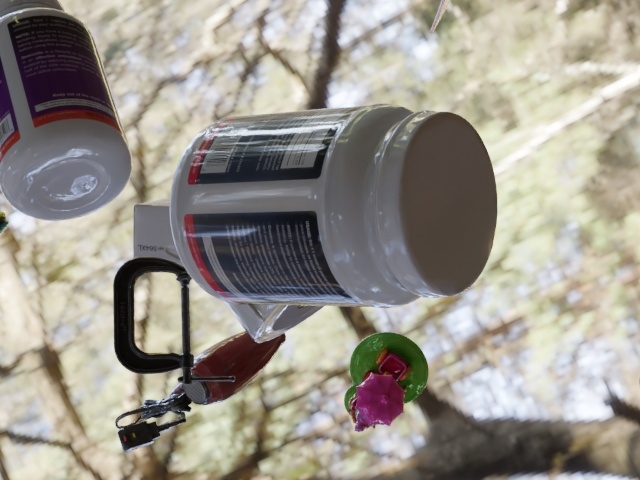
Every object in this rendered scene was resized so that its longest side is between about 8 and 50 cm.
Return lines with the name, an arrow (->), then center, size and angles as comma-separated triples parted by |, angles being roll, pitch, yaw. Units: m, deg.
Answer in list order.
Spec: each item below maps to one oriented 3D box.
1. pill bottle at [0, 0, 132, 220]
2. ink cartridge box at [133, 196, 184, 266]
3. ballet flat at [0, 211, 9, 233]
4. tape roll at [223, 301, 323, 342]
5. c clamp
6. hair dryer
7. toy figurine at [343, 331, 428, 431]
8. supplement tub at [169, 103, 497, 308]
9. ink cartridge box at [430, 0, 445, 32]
pill bottle -> -0.382, -0.196, 1.985 | 0.181, 0.181, 0.323 | 40, -157, -52
ink cartridge box -> -0.153, -0.017, 1.985 | 0.203, 0.148, 0.085 | -21, -67, -72
ballet flat -> -0.436, 0.038, 1.533 | 0.077, 0.231, 0.077 | 43, -172, -4
tape roll -> 0.000, 0.000, 1.727 | 0.100, 0.286, 0.286 | 51, -164, 10
c clamp -> -0.179, 0.096, 1.691 | 0.022, 0.137, 0.160 | 145, 118, -84
hair dryer -> -0.183, 0.202, 2.111 | 0.080, 0.294, 0.223 | 63, 176, -8
toy figurine -> 0.084, 0.248, 2.250 | 0.130, 0.173, 0.159 | 35, -159, -1
supplement tub -> 0.010, -0.031, 1.359 | 0.191, 0.272, 0.191 | 0, -90, -52
ink cartridge box -> 0.232, -0.393, 1.743 | 0.066, 0.261, 0.296 | 26, 173, 2
